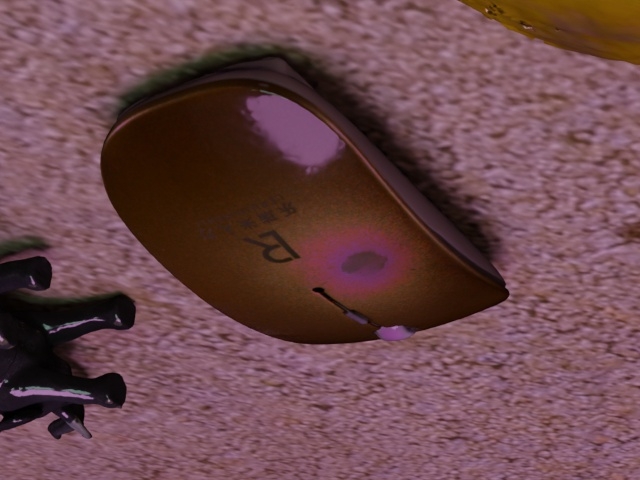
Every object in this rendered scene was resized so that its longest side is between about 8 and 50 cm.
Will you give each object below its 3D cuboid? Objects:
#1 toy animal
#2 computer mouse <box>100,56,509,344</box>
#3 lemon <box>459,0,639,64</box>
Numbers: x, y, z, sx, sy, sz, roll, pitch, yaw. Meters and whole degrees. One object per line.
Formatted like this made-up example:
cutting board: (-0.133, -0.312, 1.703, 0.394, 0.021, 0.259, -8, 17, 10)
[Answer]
toy animal: (-0.197, 0.085, 0.977, 0.137, 0.082, 0.269, -9, 152, 19)
computer mouse: (0.000, 0.000, 0.851, 0.158, 0.072, 0.310, -16, 147, 26)
lemon: (0.109, -0.181, 0.375, 0.257, 0.258, 0.310, 6, 147, -12)
